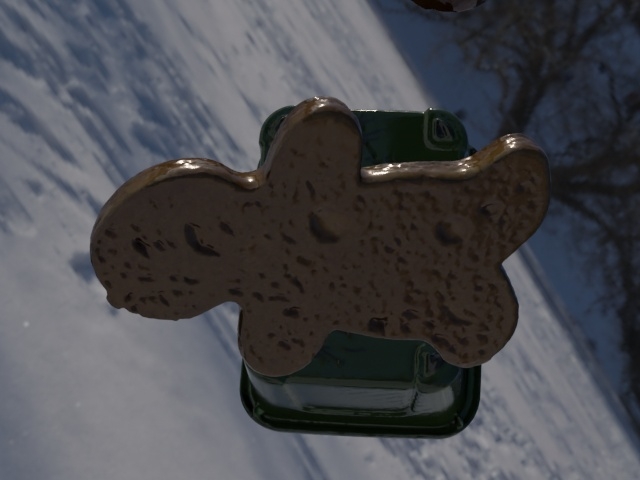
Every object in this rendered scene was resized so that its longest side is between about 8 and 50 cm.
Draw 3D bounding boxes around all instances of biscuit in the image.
[{"bbox_3d":[0.000,0.000,0.547,0.031,0.205,0.138,-116,-150,-55],"label":"biscuit"}]

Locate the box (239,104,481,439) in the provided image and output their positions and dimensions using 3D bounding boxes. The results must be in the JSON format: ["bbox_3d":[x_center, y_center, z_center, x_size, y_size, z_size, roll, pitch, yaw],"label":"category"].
[{"bbox_3d":[0.043,0.025,1.225,0.178,0.252,0.329,77,15,-74],"label":"box"}]

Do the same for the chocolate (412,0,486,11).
[{"bbox_3d":[0.098,-0.247,0.977,0.133,0.124,0.127,43,2,25],"label":"chocolate"}]
